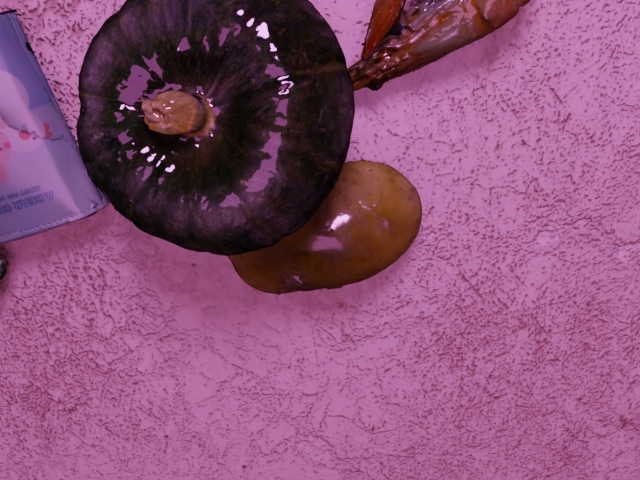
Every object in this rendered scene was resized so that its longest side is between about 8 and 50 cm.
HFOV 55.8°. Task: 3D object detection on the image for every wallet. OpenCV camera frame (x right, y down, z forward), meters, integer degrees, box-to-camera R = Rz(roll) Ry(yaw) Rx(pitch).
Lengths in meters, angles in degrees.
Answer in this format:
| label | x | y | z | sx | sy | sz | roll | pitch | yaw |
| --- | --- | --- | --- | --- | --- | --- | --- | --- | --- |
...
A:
| label | x | y | z | sx | sy | sz | roll | pitch | yaw |
| --- | --- | --- | --- | --- | --- | --- | --- | --- | --- |
| wallet | -0.387 | -0.123 | 0.722 | 0.176 | 0.075 | 0.251 | -18 | 114 | 1 |

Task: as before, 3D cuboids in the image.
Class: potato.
| label | x | y | z | sx | sy | sz | roll | pitch | yaw |
| --- | --- | --- | --- | --- | --- | --- | --- | --- | --- |
| potato | 0.000 | 0.000 | 0.762 | 0.271 | 0.111 | 0.160 | -13 | 112 | 5 |

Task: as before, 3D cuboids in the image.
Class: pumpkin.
| label | x | y | z | sx | sy | sz | roll | pitch | yaw |
| --- | --- | --- | --- | --- | --- | --- | --- | --- | --- |
| pumpkin | -0.109 | -0.134 | 0.637 | 0.300 | 0.207 | 0.301 | 1 | 96 | 7 |

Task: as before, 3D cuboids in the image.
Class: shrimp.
| label | x | y | z | sx | sy | sz | roll | pitch | yaw |
| --- | --- | --- | --- | --- | --- | --- | --- | --- | --- |
| shrimp | 0.116 | -0.252 | 0.656 | 0.267 | 0.061 | 0.145 | -31 | 133 | 31 |

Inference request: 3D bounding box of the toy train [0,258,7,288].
| label | x | y | z | sx | sy | sz | roll | pitch | yaw |
| --- | --- | --- | --- | --- | --- | --- | --- | --- | --- |
| toy train | -0.505 | 0.034 | 0.793 | 0.178 | 0.071 | 0.105 | 15 | 121 | -6 |
